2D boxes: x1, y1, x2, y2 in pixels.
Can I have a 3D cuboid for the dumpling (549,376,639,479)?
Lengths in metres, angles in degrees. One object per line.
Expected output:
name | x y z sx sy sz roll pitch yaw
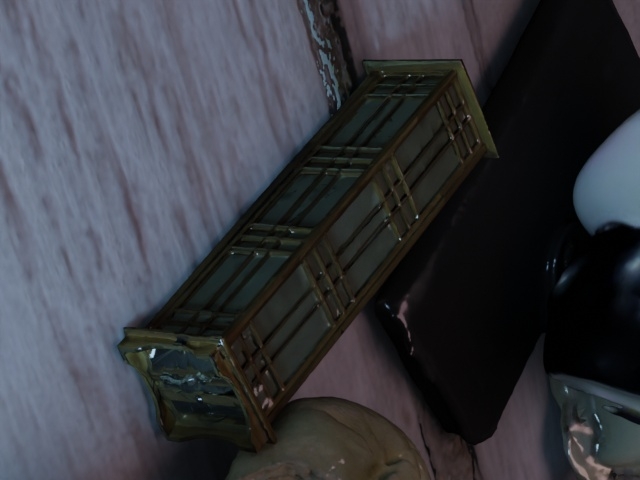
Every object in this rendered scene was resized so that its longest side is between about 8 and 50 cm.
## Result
dumpling | 0.276 0.106 1.686 0.132 0.162 0.250 75 36 -86

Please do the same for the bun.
bun | 0.004 0.196 1.304 0.178 0.128 0.193 -66 158 -2

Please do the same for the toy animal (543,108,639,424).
toy animal | 0.288 0.016 1.543 0.212 0.212 0.267 36 70 -49

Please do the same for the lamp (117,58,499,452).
lamp | 0.000 0.000 1.336 0.325 0.089 0.090 -51 129 -37

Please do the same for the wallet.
wallet | 0.159 -0.025 1.580 0.377 0.051 0.197 -59 137 -28
